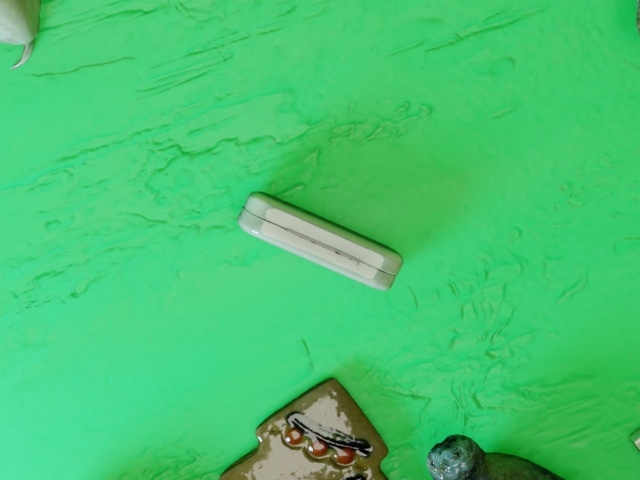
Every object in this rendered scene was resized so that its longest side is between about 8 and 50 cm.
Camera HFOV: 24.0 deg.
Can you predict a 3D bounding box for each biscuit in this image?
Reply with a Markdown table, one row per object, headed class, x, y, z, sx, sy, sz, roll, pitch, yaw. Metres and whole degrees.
| class | x | y | z | sx | sy | sz | roll | pitch | yaw |
| --- | --- | --- | --- | --- | --- | --- | --- | --- | --- |
| biscuit | -0.017 | 0.311 | 1.806 | 0.278 | 0.043 | 0.301 | 6 | 98 | -5 |

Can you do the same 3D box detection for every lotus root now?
| class | x | y | z | sx | sy | sz | roll | pitch | yaw |
| --- | --- | --- | --- | --- | --- | --- | --- | --- | --- |
| lotus root | 0.254 | 0.358 | 1.782 | 0.349 | 0.175 | 0.175 | 41 | 93 | -5 |

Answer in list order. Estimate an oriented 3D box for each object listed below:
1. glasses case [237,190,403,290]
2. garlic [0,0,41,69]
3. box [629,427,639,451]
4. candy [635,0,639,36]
| class | x | y | z | sx | sy | sz | roll | pitch | yaw |
| --- | --- | --- | --- | --- | --- | --- | --- | --- | --- |
| glasses case | 0.000 | 0.000 | 1.743 | 0.196 | 0.083 | 0.050 | 23 | 97 | -6 |
| garlic | -0.406 | -0.304 | 1.656 | 0.245 | 0.145 | 0.164 | 32 | 127 | -10 |
| box | 0.481 | 0.285 | 1.850 | 0.109 | 0.029 | 0.198 | -38 | 99 | 2 |
| candy | 0.406 | -0.273 | 1.719 | 0.085 | 0.110 | 0.095 | 38 | 132 | -8 |
